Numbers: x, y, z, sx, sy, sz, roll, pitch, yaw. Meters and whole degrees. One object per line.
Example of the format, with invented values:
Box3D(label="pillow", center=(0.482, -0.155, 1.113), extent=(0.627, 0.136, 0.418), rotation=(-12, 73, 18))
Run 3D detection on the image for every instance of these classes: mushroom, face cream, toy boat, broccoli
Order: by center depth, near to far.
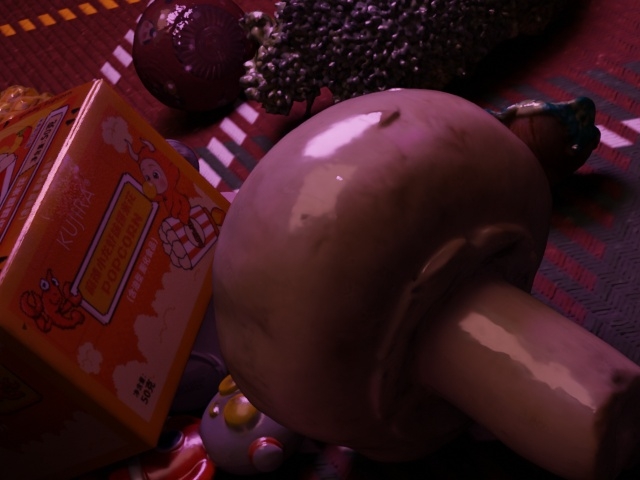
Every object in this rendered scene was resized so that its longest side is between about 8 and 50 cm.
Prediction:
Box3D(label="mushroom", center=(0.099, 0.051, 1.158), extent=(0.336, 0.314, 0.314), rotation=(29, 60, 29))
Box3D(label="toy boat", center=(0.146, -0.096, 1.494), extent=(0.293, 0.108, 0.099), rotation=(8, 79, 53))
Box3D(label="face cream", center=(-0.119, 0.051, 1.518), extent=(0.107, 0.073, 0.269), rotation=(-17, 33, 14))
Box3D(label="broccoli", center=(0.123, -0.306, 1.760), extent=(0.353, 0.275, 0.397), rotation=(10, 25, 23))

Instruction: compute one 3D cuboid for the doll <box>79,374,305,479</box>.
Box3D(label="doll", center=(-0.094, 0.176, 1.317), extent=(0.245, 0.076, 0.142), rotation=(-30, 31, 7))

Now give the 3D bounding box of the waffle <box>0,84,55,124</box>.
Box3D(label="waffle", center=(-0.460, -0.119, 2.073), extent=(0.254, 0.052, 0.245), rotation=(-33, 32, -9))

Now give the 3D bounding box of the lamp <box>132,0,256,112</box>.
Box3D(label="lamp", center=(-0.159, -0.232, 1.903), extent=(0.156, 0.157, 0.135), rotation=(-59, 21, -19))

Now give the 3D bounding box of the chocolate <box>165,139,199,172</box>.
Box3D(label="chocolate", center=(-0.217, -0.065, 1.773), extent=(0.167, 0.072, 0.072), rotation=(-19, 32, 12))

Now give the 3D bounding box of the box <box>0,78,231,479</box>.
Box3D(label="box", center=(-0.259, 0.051, 1.391), extent=(0.259, 0.214, 0.284), rotation=(-25, 35, 38))
